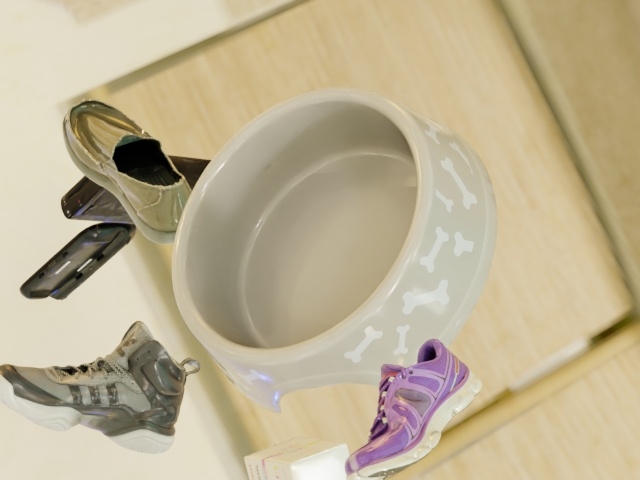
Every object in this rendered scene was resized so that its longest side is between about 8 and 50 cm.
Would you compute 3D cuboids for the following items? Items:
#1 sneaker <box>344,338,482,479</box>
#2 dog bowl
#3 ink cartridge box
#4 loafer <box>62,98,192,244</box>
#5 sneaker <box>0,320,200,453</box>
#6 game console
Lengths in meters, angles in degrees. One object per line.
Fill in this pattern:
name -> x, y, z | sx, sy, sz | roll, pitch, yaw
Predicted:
sneaker -> 0.062, 0.140, 1.347 | 0.071, 0.170, 0.068 | 51, 132, -4
dog bowl -> 0.000, 0.000, 1.671 | 0.349, 0.349, 0.102 | 37, 178, 44
ink cartridge box -> -0.028, 0.315, 2.175 | 0.143, 0.090, 0.092 | -5, 100, 59
loafer -> -0.218, -0.100, 1.946 | 0.251, 0.094, 0.087 | 43, 143, 34
sneaker -> -0.282, 0.166, 2.109 | 0.153, 0.268, 0.101 | -64, 30, 8
game console -> -0.314, -0.014, 2.382 | 0.361, 0.213, 0.044 | -39, 62, 34
